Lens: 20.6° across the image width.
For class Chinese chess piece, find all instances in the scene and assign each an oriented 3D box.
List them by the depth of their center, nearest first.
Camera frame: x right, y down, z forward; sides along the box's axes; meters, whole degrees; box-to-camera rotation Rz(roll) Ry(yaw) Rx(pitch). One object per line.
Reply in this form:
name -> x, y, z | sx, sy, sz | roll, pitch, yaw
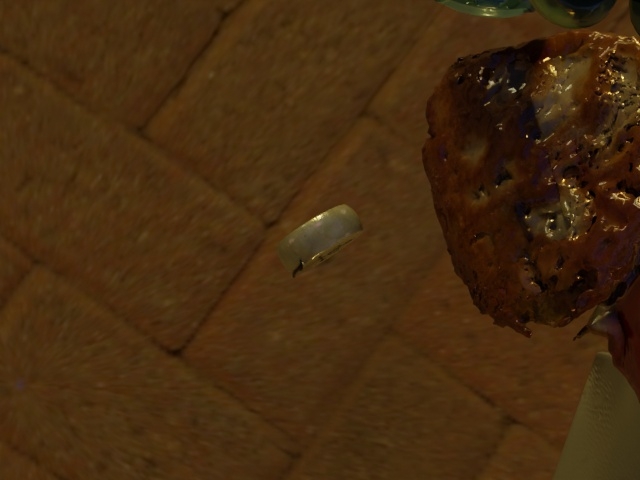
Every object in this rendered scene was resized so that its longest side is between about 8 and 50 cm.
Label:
Chinese chess piece -> 0.000, 0.000, 1.637 | 0.084, 0.084, 0.034 | -31, 83, -11

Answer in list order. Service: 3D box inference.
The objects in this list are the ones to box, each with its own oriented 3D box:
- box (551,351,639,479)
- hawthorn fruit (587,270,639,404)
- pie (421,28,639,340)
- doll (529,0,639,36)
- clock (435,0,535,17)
box -> 0.346, 0.305, 1.771 | 0.177, 0.352, 0.343 | 20, 86, -13
hawthorn fruit -> 0.251, 0.056, 1.016 | 0.188, 0.169, 0.169 | 9, 83, 25
pie -> 0.217, -0.059, 1.547 | 0.085, 0.308, 0.308 | 24, 79, -47
doll -> 0.240, -0.281, 1.080 | 0.199, 0.186, 0.321 | 8, 90, -9
clock -> 0.148, -0.231, 1.571 | 0.101, 0.135, 0.041 | 6, 118, -3
